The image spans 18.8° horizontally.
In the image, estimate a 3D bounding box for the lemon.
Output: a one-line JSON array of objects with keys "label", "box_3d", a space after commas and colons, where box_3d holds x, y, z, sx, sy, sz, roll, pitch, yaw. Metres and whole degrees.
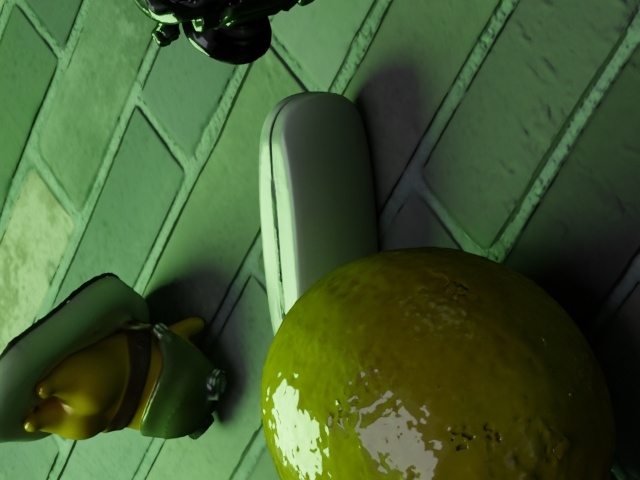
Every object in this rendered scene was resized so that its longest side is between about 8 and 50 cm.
[{"label": "lemon", "box_3d": [0.080, 0.120, 1.346, 0.263, 0.236, 0.236, 29, 123, 22]}]

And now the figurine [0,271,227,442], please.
[{"label": "figurine", "box_3d": [-0.180, 0.139, 1.683, 0.141, 0.250, 0.166, 34, 124, 15]}]

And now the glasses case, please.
[{"label": "glasses case", "box_3d": [0.000, 0.000, 1.513, 0.059, 0.092, 0.233, 7, 108, 46]}]

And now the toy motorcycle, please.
[{"label": "toy motorcycle", "box_3d": [-0.091, -0.268, 1.457, 0.275, 0.205, 0.127, 59, 139, 12]}]
